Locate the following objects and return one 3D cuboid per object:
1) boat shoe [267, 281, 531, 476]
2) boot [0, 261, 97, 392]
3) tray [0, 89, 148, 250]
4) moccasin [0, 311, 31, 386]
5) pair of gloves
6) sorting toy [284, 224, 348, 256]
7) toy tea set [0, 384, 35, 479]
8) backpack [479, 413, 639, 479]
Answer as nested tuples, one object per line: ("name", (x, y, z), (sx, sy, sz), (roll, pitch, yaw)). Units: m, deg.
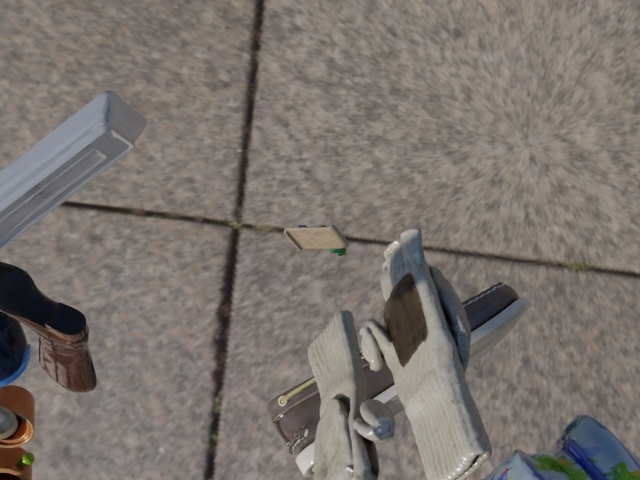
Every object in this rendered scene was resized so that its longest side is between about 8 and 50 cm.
("boat shoe", (0.090, 0.138, 1.338), (0.324, 0.116, 0.097), (-35, 68, -4))
("boot", (-0.226, 0.073, 0.935), (0.106, 0.114, 0.037), (32, 63, 12))
("tray", (-0.312, -0.061, 1.309), (0.270, 0.145, 0.030), (-37, 78, 2))
("moccasin", (-0.534, 0.140, 1.444), (0.342, 0.138, 0.117), (-14, 110, -9))
("pair of gloves", (0.046, 0.125, 0.950), (0.042, 0.240, 0.204), (7, 58, -25))
("sorting toy", (0.000, 0.000, 1.367), (0.062, 0.083, 0.012), (-5, 65, 19))
("toy tea set", (-0.491, 0.343, 1.634), (0.200, 0.124, 0.336), (8, 128, -9))
("backpack", (0.239, 0.303, 1.025), (0.273, 0.355, 0.290), (-46, 47, 22))
